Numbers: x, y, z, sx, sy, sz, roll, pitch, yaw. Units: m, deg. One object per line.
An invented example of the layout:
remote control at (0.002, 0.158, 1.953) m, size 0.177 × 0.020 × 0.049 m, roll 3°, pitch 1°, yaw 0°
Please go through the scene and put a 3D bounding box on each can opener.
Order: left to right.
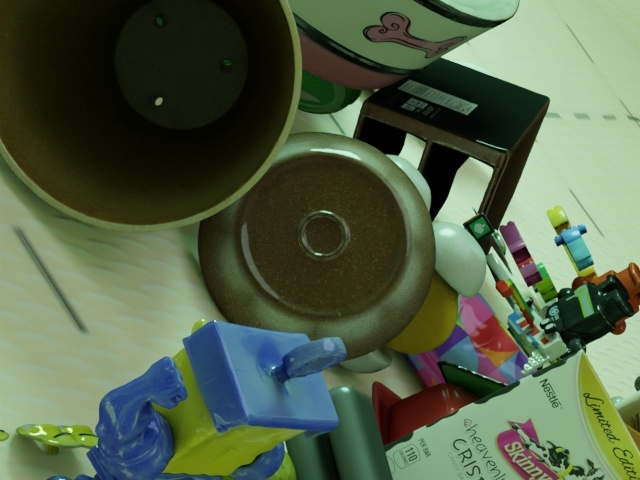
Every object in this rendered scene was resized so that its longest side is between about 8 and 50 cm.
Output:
can opener at (0.039, 0.234, 1.223) m, size 0.093 × 0.074 × 0.280 m, roll 32°, pitch 32°, yaw -50°

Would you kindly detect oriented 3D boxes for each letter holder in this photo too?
letter holder at (0.117, -0.052, 1.855) m, size 0.152 × 0.214 × 0.302 m, roll 21°, pitch 19°, yaw 9°

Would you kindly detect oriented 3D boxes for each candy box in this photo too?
candy box at (0.127, 0.204, 1.294) m, size 0.159 × 0.233 × 0.071 m, roll 64°, pitch 0°, yaw 29°

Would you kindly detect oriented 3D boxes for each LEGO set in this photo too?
LEGO set at (0.180, 0.069, 1.648) m, size 0.182 × 0.060 × 0.244 m, roll 58°, pitch 0°, yaw 29°
LEGO set at (0.262, 0.008, 2.008) m, size 0.093 × 0.087 × 0.227 m, roll 65°, pitch 6°, yaw 18°

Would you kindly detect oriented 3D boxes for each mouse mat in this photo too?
mouse mat at (0.195, 0.156, 1.527) m, size 0.189 × 0.007 × 0.152 m, roll 19°, pitch -16°, yaw 18°

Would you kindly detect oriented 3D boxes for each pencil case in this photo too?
pencil case at (0.147, 0.125, 1.666) m, size 0.236 × 0.104 × 0.104 m, roll 53°, pitch 21°, yaw 6°

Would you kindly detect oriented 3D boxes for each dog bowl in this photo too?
dog bowl at (-0.003, -0.316, 1.711) m, size 0.408 × 0.150 × 0.408 m, roll 35°, pitch 28°, yaw -22°

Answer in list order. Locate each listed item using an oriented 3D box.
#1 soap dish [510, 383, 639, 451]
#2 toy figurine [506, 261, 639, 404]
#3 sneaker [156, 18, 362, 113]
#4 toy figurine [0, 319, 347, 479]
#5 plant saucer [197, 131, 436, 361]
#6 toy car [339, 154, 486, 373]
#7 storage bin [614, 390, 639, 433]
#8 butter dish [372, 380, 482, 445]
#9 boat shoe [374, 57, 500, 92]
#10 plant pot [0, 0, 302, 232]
soap dish at (0.220, 0.283, 1.396) m, size 0.229 × 0.118 × 0.291 m, roll 35°, pitch 53°, yaw -39°
toy figurine at (0.313, 0.142, 1.931) m, size 0.209 × 0.148 × 0.213 m, roll 60°, pitch 19°, yaw 4°
sneaker at (-0.086, -0.200, 1.722) m, size 0.295 × 0.109 × 0.123 m, roll 33°, pitch 35°, yaw -26°
toy figurine at (-0.046, 0.139, 1.076) m, size 0.362 × 0.217 × 0.191 m, roll 16°, pitch 41°, yaw -56°
plant saucer at (0.000, 0.000, 1.444) m, size 0.198 × 0.198 × 0.036 m, roll 55°, pitch -15°, yaw 8°
toy car at (0.051, 0.014, 1.564) m, size 0.182 × 0.159 × 0.136 m, roll 50°, pitch 15°, yaw -4°
storage bin at (0.402, 0.257, 1.717) m, size 0.260 × 0.262 × 0.123 m, roll 62°, pitch -1°, yaw 25°
butter dish at (0.130, 0.184, 1.503) m, size 0.160 × 0.118 × 0.160 m, roll 43°, pitch 22°, yaw -24°
boat shoe at (0.143, -0.167, 2.139) m, size 0.277 × 0.098 × 0.096 m, roll 22°, pitch 36°, yaw -37°
plant pot at (-0.124, -0.136, 1.396) m, size 0.237 × 0.237 × 0.254 m, roll 51°, pitch 6°, yaw -3°
